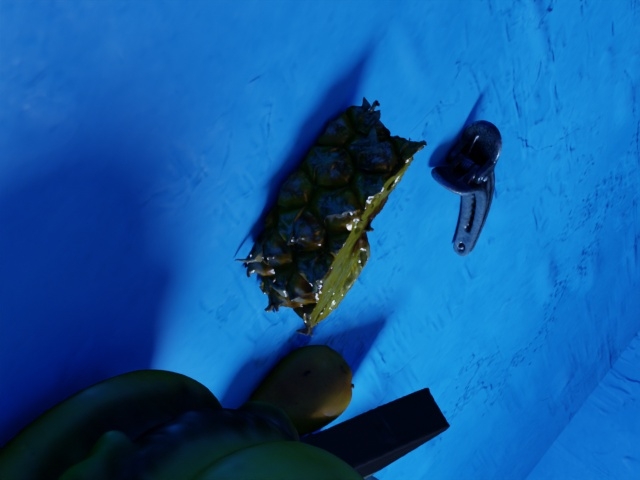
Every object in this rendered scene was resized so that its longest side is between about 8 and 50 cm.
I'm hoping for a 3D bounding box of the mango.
[{"bbox_3d":[-0.019,0.151,1.753,0.114,0.080,0.060,-22,165,-25],"label":"mango"}]

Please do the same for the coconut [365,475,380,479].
[{"bbox_3d":[0.054,0.412,2.123,0.233,0.245,0.233,-49,164,-19],"label":"coconut"}]

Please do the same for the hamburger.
[{"bbox_3d":[-0.134,0.285,1.360,0.396,0.277,0.396,-38,141,-38],"label":"hamburger"}]

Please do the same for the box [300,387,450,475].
[{"bbox_3d":[-0.014,0.247,1.848,0.211,0.058,0.350,-34,171,23],"label":"box"}]

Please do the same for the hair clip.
[{"bbox_3d":[0.162,-0.043,1.882,0.083,0.048,0.275,-54,163,-11],"label":"hair clip"}]

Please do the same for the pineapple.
[{"bbox_3d":[-0.001,-0.001,1.507,0.135,0.079,0.233,-34,154,-40],"label":"pineapple"}]
